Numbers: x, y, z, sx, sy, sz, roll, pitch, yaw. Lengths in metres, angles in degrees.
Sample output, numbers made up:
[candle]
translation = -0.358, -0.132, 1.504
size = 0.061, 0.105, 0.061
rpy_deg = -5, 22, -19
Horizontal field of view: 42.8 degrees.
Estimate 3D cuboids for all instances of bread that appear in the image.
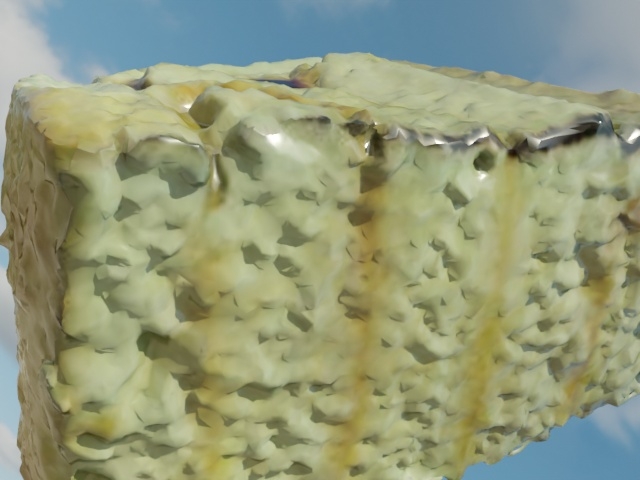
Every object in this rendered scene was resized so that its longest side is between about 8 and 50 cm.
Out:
[bread]
translation = 0.006, -0.003, 0.515
size = 0.264, 0.395, 0.239
rpy_deg = -136, -136, -56
